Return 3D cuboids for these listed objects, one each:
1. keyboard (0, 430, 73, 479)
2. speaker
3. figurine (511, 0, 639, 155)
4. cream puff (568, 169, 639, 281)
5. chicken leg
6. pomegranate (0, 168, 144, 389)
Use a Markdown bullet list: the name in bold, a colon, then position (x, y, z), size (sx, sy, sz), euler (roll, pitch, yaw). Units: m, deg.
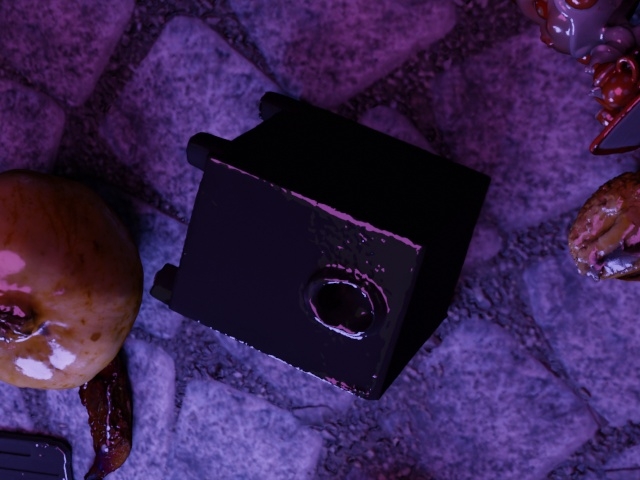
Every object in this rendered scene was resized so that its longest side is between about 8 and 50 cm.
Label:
- **keyboard**: position (-0.423, 0.284, 1.841), size (0.262, 0.016, 0.106), euler (3, 111, 22)
- **speaker**: position (0.000, 0.000, 1.422), size (0.254, 0.232, 0.184), euler (23, 116, 13)
- **figurine**: position (0.236, -0.211, 1.285), size (0.226, 0.183, 0.160), euler (49, 112, 14)
- **cream puff**: position (0.294, -0.013, 1.359), size (0.133, 0.119, 0.104), euler (-16, 81, 16)
- **chicken leg**: position (-0.255, 0.218, 1.725), size (0.093, 0.053, 0.205), euler (19, 111, 42)
- **pomegranate**: position (-0.306, 0.043, 1.574), size (0.248, 0.248, 0.248), euler (8, 113, 21)
